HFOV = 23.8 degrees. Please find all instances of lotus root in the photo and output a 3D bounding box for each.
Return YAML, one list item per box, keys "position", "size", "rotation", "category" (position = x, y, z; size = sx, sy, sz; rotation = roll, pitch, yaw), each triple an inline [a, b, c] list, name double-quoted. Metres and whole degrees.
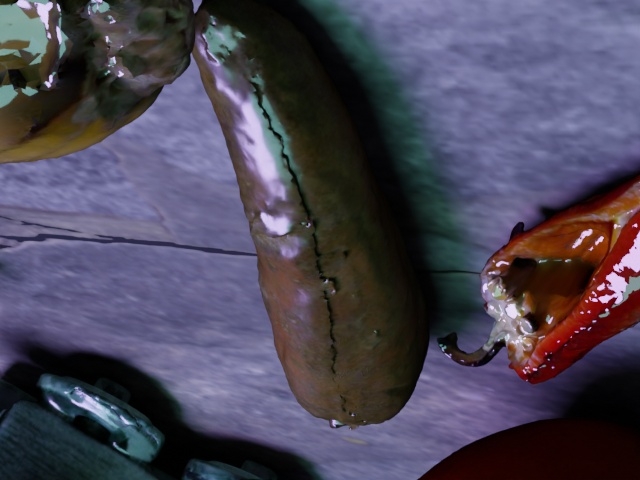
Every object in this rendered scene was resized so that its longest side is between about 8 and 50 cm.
- position: [-0.166, -0.099, 0.564]
  size: [0.303, 0.131, 0.146]
  rotation: [7, 124, 31]
  category: "lotus root"

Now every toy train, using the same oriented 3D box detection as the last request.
- position: [-0.141, 0.203, 1.048]
  size: [0.299, 0.167, 0.238]
  rotation: [32, 162, -7]
  category: "toy train"

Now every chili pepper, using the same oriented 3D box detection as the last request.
- position: [0.112, 0.009, 0.601]
  size: [0.050, 0.059, 0.268]
  rotation: [-5, 159, -23]
  category: "chili pepper"

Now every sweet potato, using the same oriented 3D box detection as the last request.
- position: [0.000, 0.000, 0.657]
  size: [0.075, 0.075, 0.273]
  rotation: [14, 148, 24]
  category: "sweet potato"

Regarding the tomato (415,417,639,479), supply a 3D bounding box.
- position: [0.134, 0.211, 0.732]
  size: [0.298, 0.226, 0.298]
  rotation: [23, 160, 9]
  category: "tomato"
